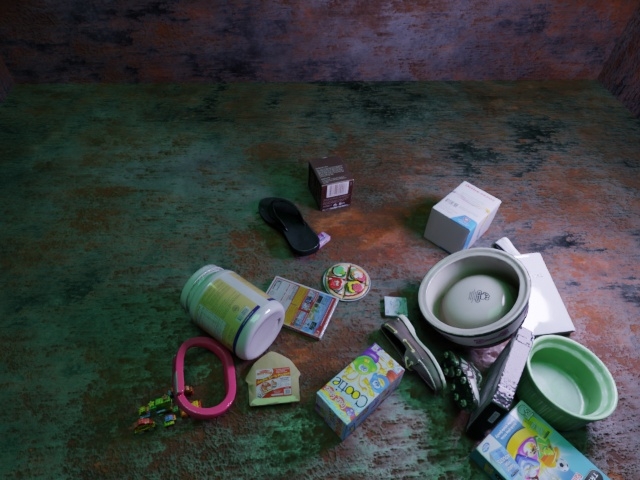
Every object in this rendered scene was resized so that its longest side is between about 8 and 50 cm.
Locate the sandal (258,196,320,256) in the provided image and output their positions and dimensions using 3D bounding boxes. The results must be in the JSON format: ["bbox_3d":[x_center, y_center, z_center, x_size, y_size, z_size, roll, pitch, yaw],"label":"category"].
[{"bbox_3d":[-0.143,-0.102,2.016,0.168,0.107,0.446,-26,47,-22],"label":"sandal"}]

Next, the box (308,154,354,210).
[{"bbox_3d":[0.048,-0.285,2.167,0.169,0.167,0.203,-13,50,-14],"label":"box"}]

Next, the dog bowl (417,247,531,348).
[{"bbox_3d":[0.586,0.225,1.656,0.408,0.150,0.408,-21,38,17],"label":"dog bowl"}]

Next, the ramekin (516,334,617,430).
[{"bbox_3d":[0.822,0.494,1.504,0.304,0.148,0.303,6,46,-7],"label":"ramekin"}]

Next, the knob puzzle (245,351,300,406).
[{"bbox_3d":[-0.167,0.487,1.550,0.213,0.030,0.213,1,48,-1],"label":"knob puzzle"}]

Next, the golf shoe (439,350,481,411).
[{"bbox_3d":[0.506,0.477,1.500,0.120,0.105,0.273,14,21,-5],"label":"golf shoe"}]

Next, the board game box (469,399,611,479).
[{"bbox_3d":[0.685,0.714,1.363,0.254,0.079,0.336,-31,56,-27],"label":"board game box"}]

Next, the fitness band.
[{"bbox_3d":[-0.395,0.462,1.492,0.209,0.054,0.290,14,38,-29],"label":"fitness band"}]

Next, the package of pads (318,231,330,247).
[{"bbox_3d":[0.000,0.000,1.998,0.050,0.032,0.083,33,54,24],"label":"package of pads"}]

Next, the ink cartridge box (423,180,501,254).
[{"bbox_3d":[0.650,-0.100,2.014,0.198,0.197,0.270,37,56,27],"label":"ink cartridge box"}]

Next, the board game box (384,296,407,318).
[{"bbox_3d":[0.305,0.272,1.779,0.090,0.020,0.090,5,48,0],"label":"board game box"}]

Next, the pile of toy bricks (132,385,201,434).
[{"bbox_3d":[-0.508,0.539,1.433,0.212,0.105,0.118,-15,50,-16],"label":"pile of toy bricks"}]

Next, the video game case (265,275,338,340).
[{"bbox_3d":[-0.094,0.266,1.758,0.285,0.025,0.204,18,49,13],"label":"video game case"}]

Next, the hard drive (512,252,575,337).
[{"bbox_3d":[0.858,0.222,1.799,0.233,0.047,0.353,-5,58,-7],"label":"hard drive"}]

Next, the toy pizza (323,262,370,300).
[{"bbox_3d":[0.112,0.168,1.853,0.201,0.032,0.201,2,48,-2],"label":"toy pizza"}]

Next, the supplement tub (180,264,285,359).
[{"bbox_3d":[-0.324,0.255,1.609,0.331,0.241,0.241,30,53,22],"label":"supplement tub"}]

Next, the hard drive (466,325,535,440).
[{"bbox_3d":[0.600,0.471,1.458,0.064,0.236,0.339,29,49,20],"label":"hard drive"}]

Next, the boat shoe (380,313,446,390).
[{"bbox_3d":[0.334,0.414,1.594,0.097,0.116,0.324,-19,48,-14],"label":"boat shoe"}]

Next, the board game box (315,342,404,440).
[{"bbox_3d":[0.131,0.504,1.476,0.275,0.144,0.142,-33,57,-29],"label":"board game box"}]

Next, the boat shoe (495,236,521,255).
[{"bbox_3d":[0.854,0.065,1.973,0.063,0.066,0.184,-25,58,4],"label":"boat shoe"}]
